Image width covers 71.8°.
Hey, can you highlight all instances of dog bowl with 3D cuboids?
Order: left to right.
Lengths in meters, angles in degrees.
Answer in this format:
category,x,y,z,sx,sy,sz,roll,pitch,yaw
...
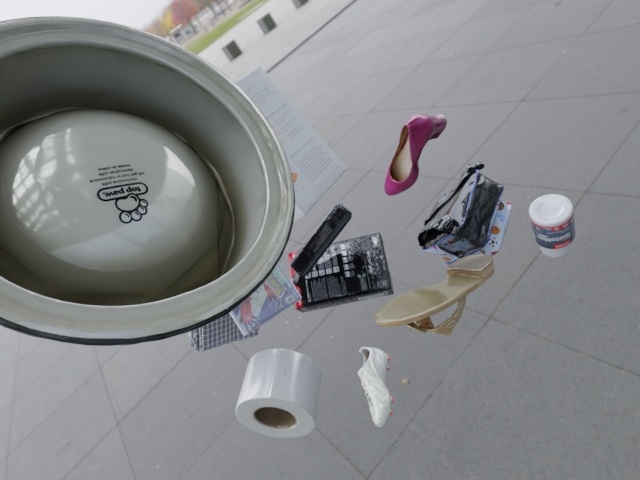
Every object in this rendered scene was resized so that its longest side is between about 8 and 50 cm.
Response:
category,x,y,z,sx,sy,sz,roll,pitch,yaw
dog bowl,-0.245,-0.060,0.536,0.150,0.408,0.408,-42,15,50

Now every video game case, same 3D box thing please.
category,x,y,z,sx,sy,sz,roll,pitch,yaw
video game case,-0.178,0.120,1.177,0.183,0.201,0.023,-32,-5,-20

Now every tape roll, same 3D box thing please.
category,x,y,z,sx,sy,sz,roll,pitch,yaw
tape roll,-0.124,0.475,1.369,0.246,0.246,0.169,-21,33,25

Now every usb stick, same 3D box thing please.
category,x,y,z,sx,sy,sz,roll,pitch,yaw
usb stick,0.000,0.000,1.487,0.077,0.045,0.278,40,99,18

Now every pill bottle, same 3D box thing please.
category,x,y,z,sx,sy,sz,roll,pitch,yaw
pill bottle,0.654,-0.034,1.241,0.107,0.180,0.108,-18,46,20

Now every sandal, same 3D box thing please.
category,x,y,z,sx,sy,sz,roll,pitch,yaw
sandal,0.185,0.100,0.648,0.240,0.079,0.088,-26,16,-34

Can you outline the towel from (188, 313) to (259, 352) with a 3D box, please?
category,x,y,z,sx,sy,sz,roll,pitch,yaw
towel,-0.315,0.206,1.438,0.121,0.284,0.235,4,8,37

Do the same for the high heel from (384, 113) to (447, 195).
category,x,y,z,sx,sy,sz,roll,pitch,yaw
high heel,0.178,-0.178,0.981,0.117,0.082,0.244,-18,-21,-35

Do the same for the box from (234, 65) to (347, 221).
category,x,y,z,sx,sy,sz,roll,pitch,yaw
box,-0.137,-0.227,1.144,0.168,0.345,0.215,-27,18,52

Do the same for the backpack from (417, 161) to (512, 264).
category,x,y,z,sx,sy,sz,roll,pitch,yaw
backpack,0.429,-0.051,1.343,0.277,0.213,0.263,-59,9,-25

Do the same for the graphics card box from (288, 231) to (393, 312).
category,x,y,z,sx,sy,sz,roll,pitch,yaw
graphics card box,0.075,0.123,1.681,0.370,0.094,0.233,-14,66,11

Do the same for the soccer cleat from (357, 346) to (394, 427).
category,x,y,z,sx,sy,sz,roll,pitch,yaw
soccer cleat,0.119,0.328,1.004,0.196,0.076,0.068,-83,17,-53
